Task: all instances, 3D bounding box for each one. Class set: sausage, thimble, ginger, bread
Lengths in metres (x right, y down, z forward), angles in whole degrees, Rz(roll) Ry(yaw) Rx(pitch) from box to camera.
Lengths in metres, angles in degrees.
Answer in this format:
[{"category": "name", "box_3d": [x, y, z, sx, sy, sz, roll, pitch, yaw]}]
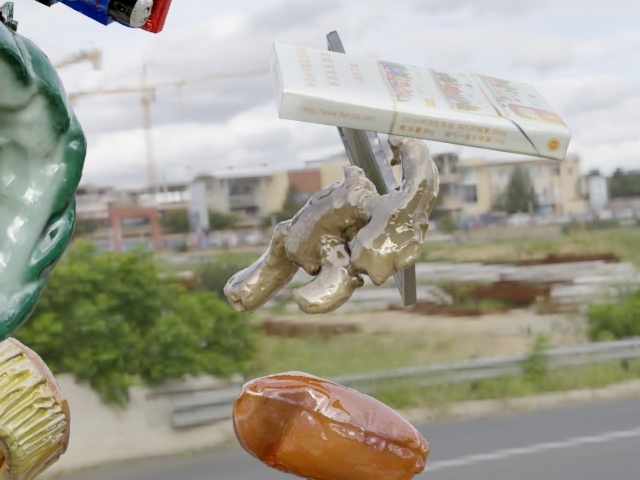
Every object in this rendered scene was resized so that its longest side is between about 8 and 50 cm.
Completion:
[{"category": "sausage", "box_3d": [0.005, 0.162, 1.030, 0.179, 0.089, 0.089, 23, -9, -15]}, {"category": "thimble", "box_3d": [-0.297, -0.043, 0.784, 0.167, 0.254, 0.288, 13, -6, 30]}, {"category": "ginger", "box_3d": [0.002, 0.010, 1.124, 0.258, 0.149, 0.065, -34, -53, 26]}, {"category": "bread", "box_3d": [-0.334, 0.188, 1.300, 0.114, 0.132, 0.190, -38, -11, -29]}]

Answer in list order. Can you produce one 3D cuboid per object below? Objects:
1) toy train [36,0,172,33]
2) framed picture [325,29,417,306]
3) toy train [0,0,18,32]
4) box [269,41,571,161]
[{"category": "toy train", "box_3d": [-0.301, -0.341, 1.597, 0.204, 0.083, 0.131, 27, 28, 6]}, {"category": "framed picture", "box_3d": [0.057, -0.079, 1.362, 0.018, 0.265, 0.192, -17, -27, -4]}, {"category": "toy train", "box_3d": [-0.425, -0.204, 1.476, 0.105, 0.157, 0.253, 11, -11, -15]}, {"category": "box", "box_3d": [0.073, -0.109, 0.949, 0.220, 0.032, 0.122, 8, 24, -10]}]
